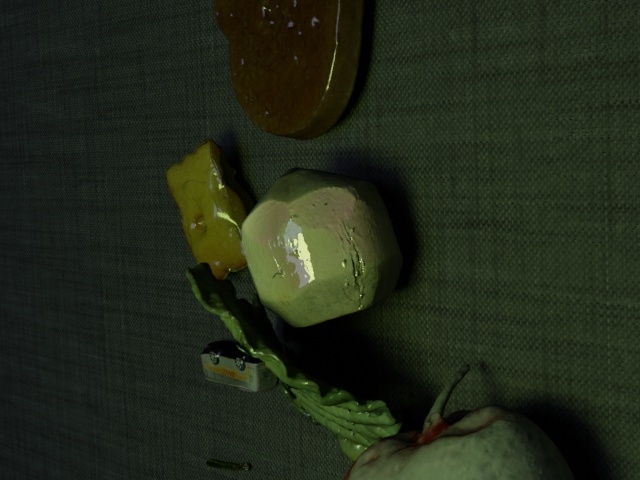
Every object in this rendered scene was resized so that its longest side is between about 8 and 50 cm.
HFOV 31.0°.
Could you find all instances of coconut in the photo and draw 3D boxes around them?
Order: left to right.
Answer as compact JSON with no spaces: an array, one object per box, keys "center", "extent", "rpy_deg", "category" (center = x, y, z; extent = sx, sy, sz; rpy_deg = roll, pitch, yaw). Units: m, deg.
[{"center":[0.002,-0.001,1.692],"extent":[0.227,0.227,0.230],"rpy_deg":[-19,88,49],"category":"coconut"}]

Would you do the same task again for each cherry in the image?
[{"center":[0.194,0.370,1.481],"extent":[0.335,0.291,0.326],"rpy_deg":[45,119,13],"category":"cherry"}]

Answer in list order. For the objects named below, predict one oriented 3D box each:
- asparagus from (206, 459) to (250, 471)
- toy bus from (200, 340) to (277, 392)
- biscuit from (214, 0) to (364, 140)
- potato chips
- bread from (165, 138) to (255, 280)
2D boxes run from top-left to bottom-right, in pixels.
[{"center":[-0.168,0.410,2.099],"extent":[0.127,0.015,0.018],"rpy_deg":[-7,91,50],"category":"asparagus"},{"center":[-0.141,0.221,2.014],"extent":[0.172,0.057,0.072],"rpy_deg":[5,104,50],"category":"toy bus"},{"center":[-0.048,-0.362,1.816],"extent":[0.350,0.070,0.394],"rpy_deg":[22,111,49],"category":"biscuit"},{"center":[-0.032,0.192,1.738],"extent":[0.097,0.373,0.389],"rpy_deg":[-47,55,-7],"category":"potato chips"},{"center":[-0.178,-0.048,2.002],"extent":[0.161,0.088,0.233],"rpy_deg":[-27,76,53],"category":"bread"}]
